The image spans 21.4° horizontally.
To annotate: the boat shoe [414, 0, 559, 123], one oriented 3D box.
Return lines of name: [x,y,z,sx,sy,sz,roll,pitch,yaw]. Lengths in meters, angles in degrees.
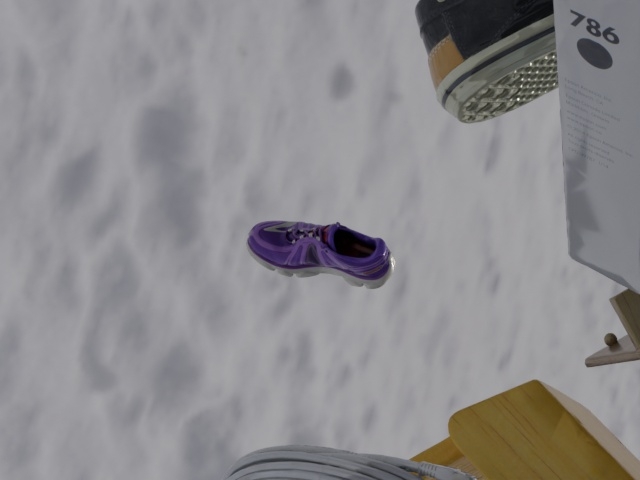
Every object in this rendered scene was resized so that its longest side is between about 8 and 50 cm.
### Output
boat shoe: [0.329,-0.299,1.863,0.500,0.156,0.187,-26,161,-7]

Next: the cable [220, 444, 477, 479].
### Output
cable: [0.025,0.276,1.473,0.257,0.257,0.089,82,24,-49]

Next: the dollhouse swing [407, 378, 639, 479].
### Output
dollhouse swing: [0.232,0.339,1.959,0.305,0.315,0.347,-45,160,4]

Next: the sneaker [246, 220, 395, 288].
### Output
sneaker: [0.000,0.000,1.856,0.071,0.170,0.068,74,29,-55]

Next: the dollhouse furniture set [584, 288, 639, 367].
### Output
dollhouse furniture set: [0.284,0.011,1.515,0.144,0.123,0.151,-28,89,-16]

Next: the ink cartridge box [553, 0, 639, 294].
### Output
ink cartridge box: [0.198,-0.123,0.936,0.165,0.065,0.332,-50,153,-22]
